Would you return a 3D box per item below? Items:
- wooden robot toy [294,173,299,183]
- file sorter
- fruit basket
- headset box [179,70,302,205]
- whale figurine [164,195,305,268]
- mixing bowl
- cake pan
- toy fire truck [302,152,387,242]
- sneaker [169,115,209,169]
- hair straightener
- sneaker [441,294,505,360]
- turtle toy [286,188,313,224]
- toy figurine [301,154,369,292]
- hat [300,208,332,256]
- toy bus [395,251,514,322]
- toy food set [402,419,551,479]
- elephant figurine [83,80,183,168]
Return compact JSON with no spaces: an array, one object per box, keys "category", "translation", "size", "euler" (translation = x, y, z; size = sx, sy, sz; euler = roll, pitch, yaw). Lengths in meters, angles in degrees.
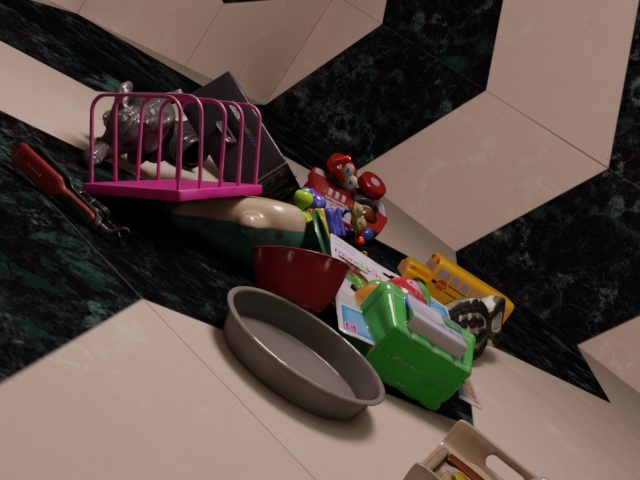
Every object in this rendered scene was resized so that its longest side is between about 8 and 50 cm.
[{"category":"wooden robot toy","translation":[-0.139,-0.176,2.554],"size":[0.079,0.076,0.173],"euler":[-2,-15,38]},{"category":"file sorter","translation":[-0.259,-0.173,1.559],"size":[0.202,0.182,0.290],"euler":[6,8,23]},{"category":"fruit basket","translation":[0.164,0.141,1.650],"size":[0.327,0.165,0.353],"euler":[33,27,-18]},{"category":"headset box","translation":[-0.164,-0.193,1.838],"size":[0.246,0.131,0.283],"euler":[58,-1,14]},{"category":"whale figurine","translation":[-0.165,-0.017,1.654],"size":[0.272,0.141,0.216],"euler":[5,6,-21]},{"category":"mixing bowl","translation":[-0.044,0.079,1.523],"size":[0.181,0.098,0.181],"euler":[9,-14,2]},{"category":"cake pan","translation":[-0.033,0.178,1.333],"size":[0.293,0.054,0.293],"euler":[33,11,-7]},{"category":"toy fire truck","translation":[0.083,-0.107,2.675],"size":[0.302,0.169,0.254],"euler":[28,37,-26]},{"category":"sneaker","translation":[-0.327,-0.242,2.163],"size":[0.147,0.104,0.295],"euler":[41,16,13]},{"category":"hair straightener","translation":[-0.395,-0.078,1.393],"size":[0.230,0.047,0.089],"euler":[36,12,9]},{"category":"sneaker","translation":[0.337,0.212,2.171],"size":[0.182,0.158,0.410],"euler":[5,-1,27]},{"category":"turtle toy","translation":[-0.051,-0.054,1.879],"size":[0.095,0.130,0.066],"euler":[19,41,-3]},{"category":"toy figurine","translation":[0.000,0.000,2.008],"size":[0.191,0.217,0.363],"euler":[96,-17,-87]},{"category":"hat","translation":[-0.070,0.038,1.782],"size":[0.208,0.183,0.173],"euler":[-71,144,-80]},{"category":"toy bus","translation":[0.383,0.144,2.466],"size":[0.332,0.130,0.108],"euler":[32,11,-11]},{"category":"toy food set","translation":[0.256,0.369,1.255],"size":[0.219,0.092,0.306],"euler":[38,11,17]},{"category":"elephant figurine","translation":[-0.375,-0.231,1.729],"size":[0.169,0.186,0.239],"euler":[-1,0,-2]}]
